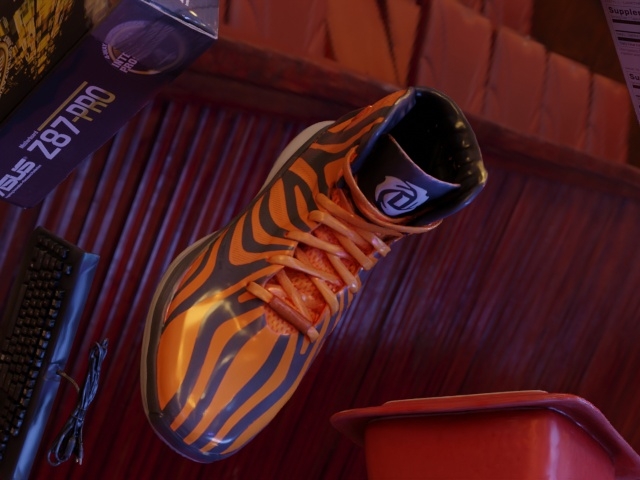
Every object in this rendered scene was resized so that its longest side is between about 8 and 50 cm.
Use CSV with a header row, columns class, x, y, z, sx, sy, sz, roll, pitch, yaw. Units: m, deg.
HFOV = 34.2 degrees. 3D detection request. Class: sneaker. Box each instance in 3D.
class,x,y,z,sx,sy,sz,roll,pitch,yaw
sneaker,0.000,0.000,0.715,0.125,0.321,0.180,39,-33,-16

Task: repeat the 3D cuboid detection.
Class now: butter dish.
class,x,y,z,sx,sy,sz,roll,pitch,yaw
butter dish,0.100,0.162,0.609,0.160,0.118,0.160,-9,-32,29

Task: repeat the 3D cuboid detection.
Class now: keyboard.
class,x,y,z,sx,sy,sz,roll,pitch,yaw
keyboard,-0.348,0.158,1.309,0.202,0.317,0.033,23,9,31

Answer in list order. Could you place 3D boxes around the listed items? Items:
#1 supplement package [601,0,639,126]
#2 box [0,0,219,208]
class,x,y,z,sx,sy,sz,roll,pitch,yaw
supplement package,0.315,-0.133,0.674,0.149,0.194,0.203,19,-36,51
box,-0.214,-0.268,0.972,0.097,0.318,0.394,24,51,-36
